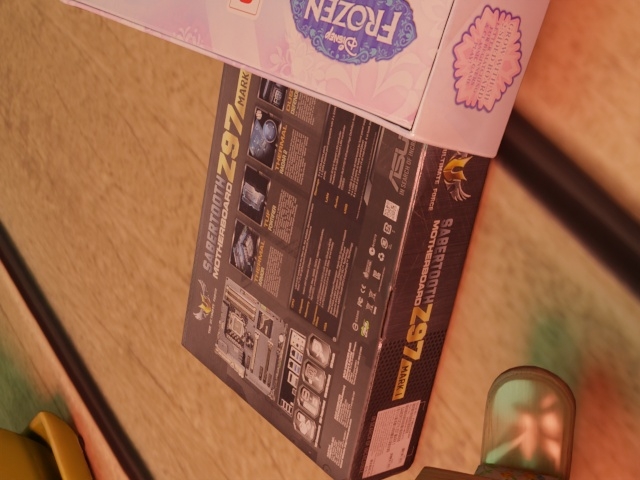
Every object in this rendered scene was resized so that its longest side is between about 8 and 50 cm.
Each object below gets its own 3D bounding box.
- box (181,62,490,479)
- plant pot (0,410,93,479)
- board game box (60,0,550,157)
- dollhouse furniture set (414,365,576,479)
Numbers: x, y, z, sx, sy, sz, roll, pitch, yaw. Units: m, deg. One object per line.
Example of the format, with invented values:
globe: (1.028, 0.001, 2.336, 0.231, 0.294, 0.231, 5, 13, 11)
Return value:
box: (0.000, 0.000, 0.637, 0.183, 0.059, 0.233, 32, 119, 43)
plant pot: (-0.304, 0.284, 0.918, 0.228, 0.207, 0.227, -48, 59, 42)
board game box: (0.007, -0.238, 0.545, 0.318, 0.066, 0.318, 29, 104, 44)
dollhouse furniture set: (0.144, 0.100, 0.373, 0.242, 0.212, 0.161, 7, 104, 20)
